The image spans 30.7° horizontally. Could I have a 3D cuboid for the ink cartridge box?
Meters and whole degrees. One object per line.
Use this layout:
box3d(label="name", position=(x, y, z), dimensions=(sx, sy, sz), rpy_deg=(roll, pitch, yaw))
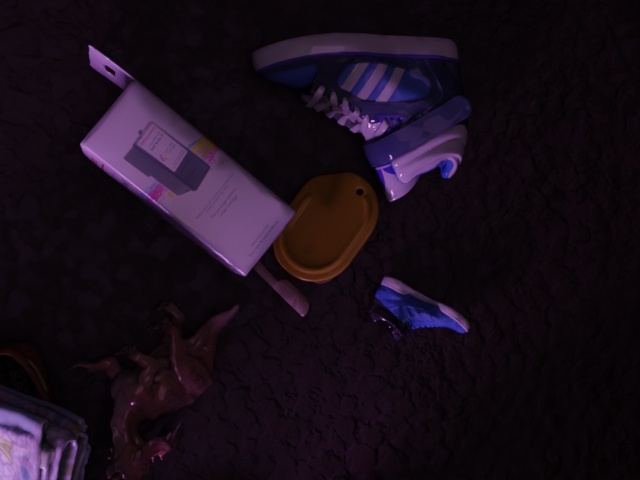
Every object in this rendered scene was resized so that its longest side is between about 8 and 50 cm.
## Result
box3d(label="ink cartridge box", position=(-0.217, -0.105, 1.623), dimensions=(0.353, 0.207, 0.119), rpy_deg=(40, 84, -8))

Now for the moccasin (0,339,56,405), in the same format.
box3d(label="moccasin", position=(-0.398, 0.329, 1.636), dimensions=(0.139, 0.147, 0.380), rpy_deg=(-7, 93, -10))

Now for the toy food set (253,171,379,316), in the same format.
box3d(label="toy food set", position=(0.000, 0.000, 1.742), dimensions=(0.128, 0.071, 0.218), rpy_deg=(36, 83, 15))

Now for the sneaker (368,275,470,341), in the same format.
box3d(label="sneaker", position=(0.146, 0.124, 1.768), dimensions=(0.152, 0.058, 0.084), rpy_deg=(29, 81, -5))

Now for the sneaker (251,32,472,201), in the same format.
box3d(label="sneaker", position=(0.065, -0.175, 1.708), dimensions=(0.323, 0.130, 0.236), rpy_deg=(-3, 88, -15))

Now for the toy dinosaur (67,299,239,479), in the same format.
box3d(label="toy dinosaur", position=(-0.223, 0.214, 1.683), dimensions=(0.296, 0.127, 0.200), rpy_deg=(-37, 105, -19))

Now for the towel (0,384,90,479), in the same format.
box3d(label="towel", position=(-0.443, 0.348, 1.527), dimensions=(0.090, 0.374, 0.320), rpy_deg=(-4, 101, -48))
